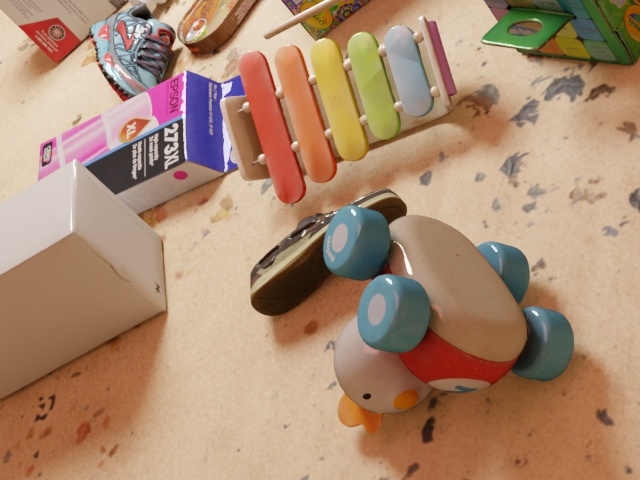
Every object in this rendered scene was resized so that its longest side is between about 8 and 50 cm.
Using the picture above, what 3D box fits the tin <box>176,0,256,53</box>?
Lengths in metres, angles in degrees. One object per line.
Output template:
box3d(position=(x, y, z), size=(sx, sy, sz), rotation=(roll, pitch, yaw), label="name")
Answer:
box3d(position=(-0.152, -0.374, 1.987), size=(0.106, 0.040, 0.190), rotation=(17, 68, 50), label="tin")

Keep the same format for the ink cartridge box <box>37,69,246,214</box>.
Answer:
box3d(position=(-0.258, -0.129, 1.839), size=(0.371, 0.069, 0.176), rotation=(-21, 51, 22), label="ink cartridge box")

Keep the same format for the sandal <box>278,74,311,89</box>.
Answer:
box3d(position=(0.004, -0.192, 1.689), size=(0.180, 0.072, 0.049), rotation=(-18, 68, 21), label="sandal")

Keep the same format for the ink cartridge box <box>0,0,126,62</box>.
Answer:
box3d(position=(-0.432, -0.478, 2.181), size=(0.273, 0.197, 0.114), rotation=(-40, 40, 3), label="ink cartridge box")

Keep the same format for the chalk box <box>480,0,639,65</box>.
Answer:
box3d(position=(0.298, -0.324, 1.467), size=(0.180, 0.179, 0.289), rotation=(19, 71, 46), label="chalk box")

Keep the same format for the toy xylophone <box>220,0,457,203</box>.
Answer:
box3d(position=(0.017, -0.201, 1.598), size=(0.322, 0.081, 0.236), rotation=(-28, 80, 25), label="toy xylophone")

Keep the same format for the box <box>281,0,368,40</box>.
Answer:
box3d(position=(0.015, -0.499, 1.846), size=(0.279, 0.177, 0.290), rotation=(-36, 42, 10), label="box")

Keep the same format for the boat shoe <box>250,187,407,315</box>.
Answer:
box3d(position=(0.000, 0.001, 1.510), size=(0.223, 0.080, 0.073), rotation=(-38, 45, 14), label="boat shoe")

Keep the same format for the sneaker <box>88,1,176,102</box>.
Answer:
box3d(position=(-0.285, -0.298, 1.982), size=(0.125, 0.104, 0.262), rotation=(-33, 44, 6), label="sneaker")

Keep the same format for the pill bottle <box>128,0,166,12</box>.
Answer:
box3d(position=(-0.273, -0.439, 2.118), size=(0.065, 0.065, 0.116), rotation=(16, 67, 46), label="pill bottle")

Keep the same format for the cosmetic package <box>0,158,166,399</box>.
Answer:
box3d(position=(-0.410, 0.075, 1.697), size=(0.365, 0.197, 0.155), rotation=(-28, 42, 16), label="cosmetic package")

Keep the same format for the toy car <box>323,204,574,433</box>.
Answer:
box3d(position=(0.090, 0.117, 1.289), size=(0.238, 0.219, 0.210), rotation=(-60, 34, 27), label="toy car")
